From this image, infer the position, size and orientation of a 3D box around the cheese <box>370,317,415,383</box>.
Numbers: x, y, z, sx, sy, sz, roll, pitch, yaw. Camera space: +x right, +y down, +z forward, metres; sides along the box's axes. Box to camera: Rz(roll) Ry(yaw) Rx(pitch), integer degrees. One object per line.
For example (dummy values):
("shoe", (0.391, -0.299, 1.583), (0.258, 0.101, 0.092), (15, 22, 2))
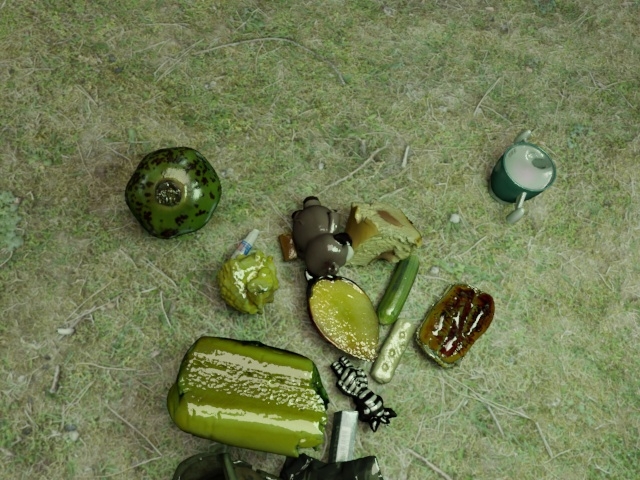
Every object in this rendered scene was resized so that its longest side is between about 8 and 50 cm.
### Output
("cheese", (0.199, 0.302, 1.734), (0.065, 0.043, 0.194), (27, 70, 4))

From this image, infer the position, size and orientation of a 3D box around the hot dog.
("hot dog", (0.381, 0.232, 1.774), (0.163, 0.082, 0.270), (40, 69, 6))

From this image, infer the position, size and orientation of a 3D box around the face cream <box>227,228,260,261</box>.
("face cream", (-0.211, 0.021, 1.753), (0.034, 0.034, 0.130), (33, 67, 1))

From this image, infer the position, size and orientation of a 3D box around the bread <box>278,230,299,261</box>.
("bread", (-0.089, 0.017, 1.778), (0.047, 0.036, 0.083), (-12, 72, -11))

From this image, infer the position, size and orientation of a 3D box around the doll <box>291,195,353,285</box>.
("doll", (-0.002, -0.001, 1.722), (0.117, 0.182, 0.257), (12, 36, -44))

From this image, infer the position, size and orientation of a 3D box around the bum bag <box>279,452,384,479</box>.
("bum bag", (0.017, 0.575, 1.482), (0.095, 0.340, 0.144), (26, 60, -43))

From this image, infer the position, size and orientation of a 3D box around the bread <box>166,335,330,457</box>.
("bread", (-0.177, 0.381, 1.537), (0.377, 0.208, 0.251), (14, 56, -7))

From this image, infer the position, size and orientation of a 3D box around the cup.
("cup", (0.596, -0.188, 1.913), (0.168, 0.173, 0.299), (15, 68, -5))

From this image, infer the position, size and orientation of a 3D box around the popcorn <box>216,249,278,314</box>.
("popcorn", (-0.186, 0.106, 1.674), (0.174, 0.142, 0.173), (-1, 82, 5))

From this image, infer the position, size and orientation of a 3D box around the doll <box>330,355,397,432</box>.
("doll", (0.107, 0.406, 1.665), (0.091, 0.067, 0.219), (-28, 71, -34))

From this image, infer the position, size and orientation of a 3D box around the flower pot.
("flower pot", (-0.223, 0.612, 1.405), (0.302, 0.302, 0.213), (-49, 113, -22))

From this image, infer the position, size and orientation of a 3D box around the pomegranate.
("pomegranate", (-0.388, -0.125, 1.652), (0.254, 0.270, 0.254), (-1, 98, -4))

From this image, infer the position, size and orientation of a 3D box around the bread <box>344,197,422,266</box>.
("bread", (0.169, -0.050, 1.765), (0.184, 0.224, 0.211), (11, 62, -14))

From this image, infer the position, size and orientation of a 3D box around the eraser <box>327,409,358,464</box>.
("eraser", (0.052, 0.538, 1.593), (0.046, 0.092, 0.212), (12, 69, -8))

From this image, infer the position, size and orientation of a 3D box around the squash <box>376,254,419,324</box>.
("squash", (0.220, 0.139, 1.783), (0.066, 0.066, 0.228), (28, 67, -1))

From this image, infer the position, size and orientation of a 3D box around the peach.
("peach", (0.063, 0.216, 1.722), (0.189, 0.068, 0.279), (-21, 73, -25))
